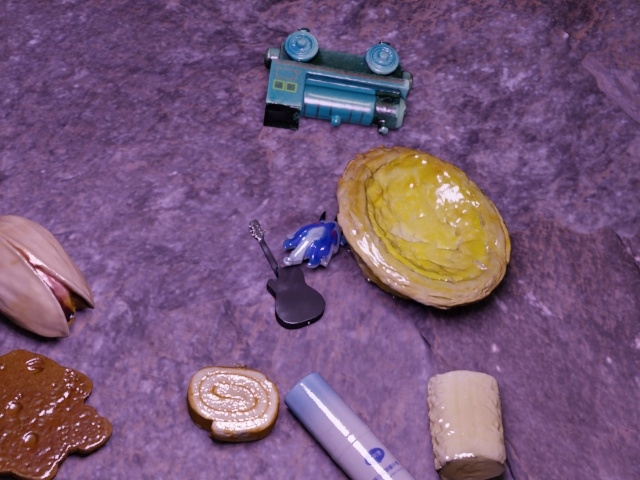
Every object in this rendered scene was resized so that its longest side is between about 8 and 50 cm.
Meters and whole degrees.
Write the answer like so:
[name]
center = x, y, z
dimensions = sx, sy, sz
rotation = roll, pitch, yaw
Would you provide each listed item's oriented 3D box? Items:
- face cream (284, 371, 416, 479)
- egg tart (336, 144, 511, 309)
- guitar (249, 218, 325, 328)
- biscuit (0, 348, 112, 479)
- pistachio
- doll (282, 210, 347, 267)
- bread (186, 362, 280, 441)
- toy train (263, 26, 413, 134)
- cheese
[face cream]
center = 0.049, 0.323, 1.681
dimensions = 0.077, 0.077, 0.250
rotation = -34, 67, -27
[egg tart]
center = 0.169, -0.013, 1.879
dimensions = 0.345, 0.132, 0.345
rotation = 12, 53, -16
[guitar]
center = -0.072, 0.054, 1.876
dimensions = 0.088, 0.025, 0.233
rotation = -19, 61, -19
[biscuit]
center = -0.468, 0.272, 1.655
dimensions = 0.290, 0.041, 0.208
rotation = 15, 56, 0
[pistachio]
center = -0.474, 0.058, 1.735
dimensions = 0.229, 0.157, 0.157
rotation = 41, 59, 4
[doll]
center = 0.000, 0.000, 1.900
dimensions = 0.096, 0.070, 0.195
rotation = 36, 46, 22
[bread]
center = -0.139, 0.262, 1.695
dimensions = 0.149, 0.073, 0.122
rotation = 4, 58, -6
[toy train]
center = 0.032, -0.298, 2.082
dimensions = 0.298, 0.120, 0.194
rotation = 8, 63, -4
[cheese]
center = 0.237, 0.301, 1.720
dimensions = 0.123, 0.094, 0.167
rotation = -2, 52, 1
